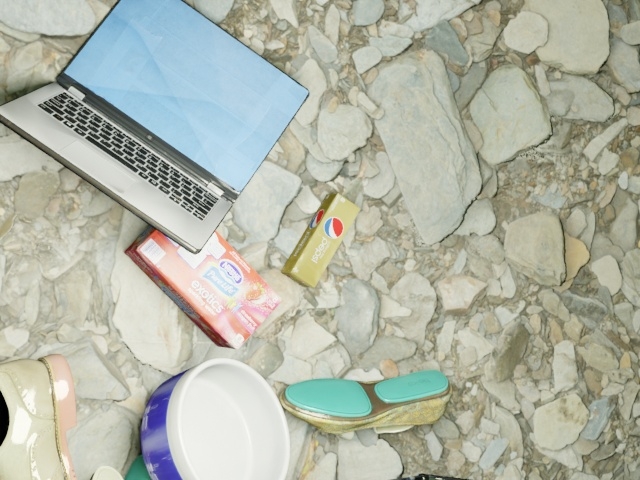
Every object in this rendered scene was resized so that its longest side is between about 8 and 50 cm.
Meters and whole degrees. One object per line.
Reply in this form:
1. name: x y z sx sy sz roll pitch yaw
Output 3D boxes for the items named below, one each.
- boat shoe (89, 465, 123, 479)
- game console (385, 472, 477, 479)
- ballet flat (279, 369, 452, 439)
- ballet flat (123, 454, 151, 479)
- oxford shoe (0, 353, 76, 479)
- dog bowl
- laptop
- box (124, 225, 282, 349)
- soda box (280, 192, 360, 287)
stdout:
1. boat shoe: -0.362 0.482 1.567 0.084 0.079 0.233 26 42 -39
2. game console: 0.221 0.610 1.844 0.250 0.173 0.293 6 87 5
3. ballet flat: 0.088 0.326 1.851 0.349 0.123 0.123 -4 90 -20
4. ballet flat: -0.341 0.601 1.653 0.182 0.164 0.482 40 72 -31
5. oxford shoe: -0.486 0.391 1.589 0.146 0.140 0.397 0 78 -37
6. dog bowl: -0.179 0.345 1.672 0.265 0.104 0.265 29 48 -39
7. laptop: -0.261 -0.232 1.625 0.382 0.408 0.236 34 109 -5
8. box: -0.210 0.064 1.724 0.257 0.123 0.128 47 72 -14
9. soda box: 0.000 0.000 1.842 0.058 0.061 0.181 34 77 -18
